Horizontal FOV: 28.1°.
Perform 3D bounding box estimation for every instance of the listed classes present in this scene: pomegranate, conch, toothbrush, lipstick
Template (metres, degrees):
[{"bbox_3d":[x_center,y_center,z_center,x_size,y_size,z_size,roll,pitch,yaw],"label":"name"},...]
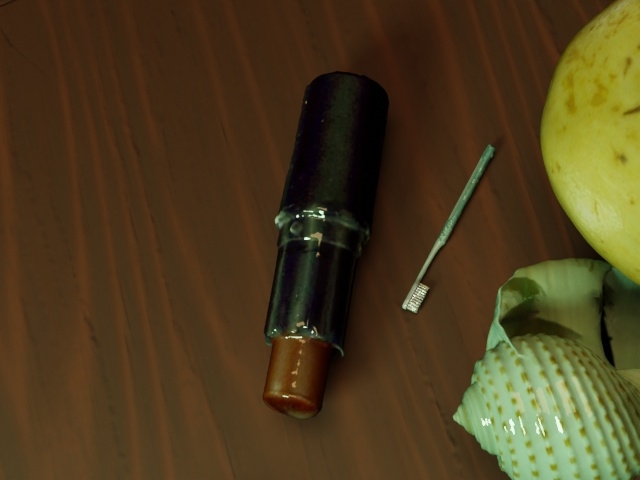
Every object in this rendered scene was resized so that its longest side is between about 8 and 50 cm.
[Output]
[{"bbox_3d":[0.304,-0.081,0.946,0.307,0.307,0.307,-3,67,6],"label":"pomegranate"},{"bbox_3d":[0.194,0.115,0.959,0.200,0.131,0.172,6,42,-19],"label":"conch"},{"bbox_3d":[0.112,-0.011,1.084,0.014,0.011,0.167,26,73,12],"label":"toothbrush"},{"bbox_3d":[0.000,0.000,1.056,0.081,0.081,0.299,7,67,10],"label":"lipstick"}]
